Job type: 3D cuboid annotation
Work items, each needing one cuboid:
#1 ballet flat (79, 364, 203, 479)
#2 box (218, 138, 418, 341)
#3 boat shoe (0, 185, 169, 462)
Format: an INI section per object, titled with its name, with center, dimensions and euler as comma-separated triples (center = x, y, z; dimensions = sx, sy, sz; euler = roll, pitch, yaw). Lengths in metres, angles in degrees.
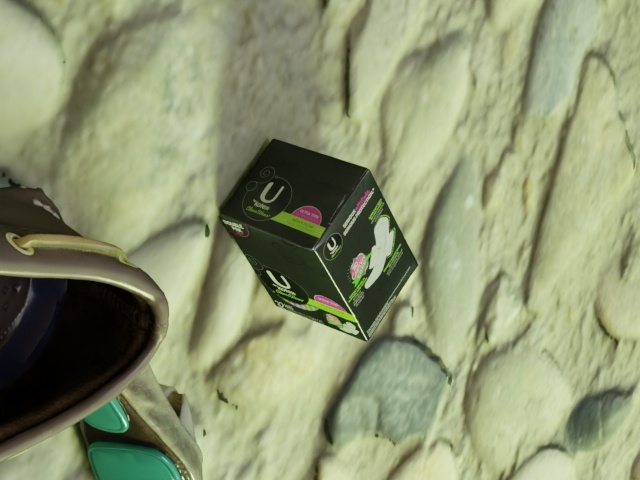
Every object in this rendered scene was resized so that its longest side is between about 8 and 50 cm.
[ballet flat]
center = -0.082, 0.073, 0.796
dimensions = 0.052, 0.057, 0.168
euler = -61, 147, -35
[box]
center = 0.000, 0.000, 0.871
dimensions = 0.052, 0.062, 0.083
euler = -55, 144, -21
[boat shoe]
center = -0.175, 0.045, 0.581
dimensions = 0.324, 0.097, 0.116
euler = -16, 119, -59
